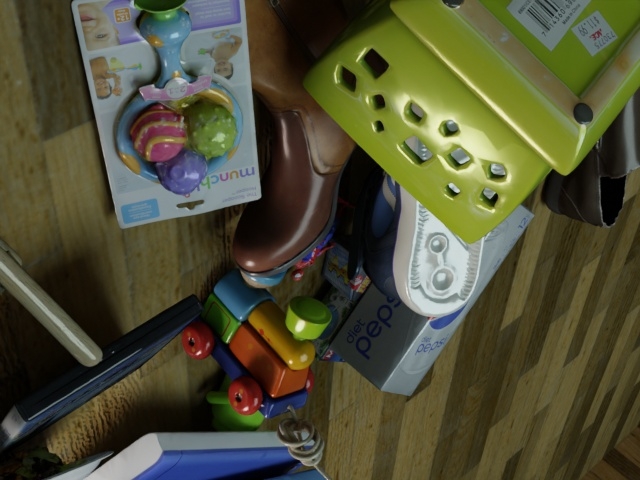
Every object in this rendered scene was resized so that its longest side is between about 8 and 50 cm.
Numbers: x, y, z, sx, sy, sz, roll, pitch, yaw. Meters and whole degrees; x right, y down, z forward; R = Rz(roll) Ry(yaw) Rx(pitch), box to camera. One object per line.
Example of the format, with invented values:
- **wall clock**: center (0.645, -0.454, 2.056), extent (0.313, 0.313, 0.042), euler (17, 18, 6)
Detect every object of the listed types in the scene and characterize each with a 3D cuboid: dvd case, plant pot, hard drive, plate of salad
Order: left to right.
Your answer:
- **plate of salad**: center (-0.299, 0.230, 0.981), extent (0.200, 0.048, 0.200), euler (-19, 174, -2)
- **dvd case**: center (-0.217, 0.132, 0.948), extent (0.180, 0.022, 0.253), euler (-33, 177, -29)
- **hard drive**: center (-0.166, 0.297, 1.236), extent (0.210, 0.040, 0.319), euler (-37, 155, 20)
- **plant pot**: center (0.156, -0.165, 0.877), extent (0.228, 0.227, 0.207), euler (-48, -175, -22)

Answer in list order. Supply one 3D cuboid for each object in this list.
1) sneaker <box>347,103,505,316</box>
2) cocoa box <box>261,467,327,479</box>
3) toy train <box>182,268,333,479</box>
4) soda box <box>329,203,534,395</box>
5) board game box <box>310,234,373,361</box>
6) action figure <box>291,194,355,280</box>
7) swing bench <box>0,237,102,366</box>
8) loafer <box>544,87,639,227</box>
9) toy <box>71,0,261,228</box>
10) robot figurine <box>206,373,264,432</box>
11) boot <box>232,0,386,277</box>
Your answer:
- **sneaker**: center (0.111, -0.091, 1.140), extent (0.130, 0.236, 0.323), euler (5, 104, -18)
- **cocoa box**: center (-0.140, 0.438, 1.202), extent (0.347, 0.231, 0.228), euler (-1, 148, -44)
- **toy train**: center (-0.029, 0.123, 1.078), extent (0.105, 0.248, 0.143), euler (-10, 137, -48)
- **soda box**: center (0.139, 0.051, 1.271), extent (0.286, 0.098, 0.091), euler (-56, 149, 7)
- **board game box**: center (0.054, 0.065, 1.326), extent (0.194, 0.060, 0.194), euler (-57, 148, 11)
- **action figure**: center (0.000, 0.000, 1.217), extent (0.115, 0.030, 0.038), euler (-53, 155, 8)
- **swing bench**: center (-0.338, 0.070, 0.711), extent (0.253, 0.165, 0.254), euler (-44, 144, -11)
- **loafer**: center (0.451, -0.165, 1.537), extent (0.134, 0.130, 0.366), euler (-33, 145, -28)
- **toy**: center (-0.119, -0.100, 0.860), extent (0.137, 0.056, 0.237), euler (-12, 131, -11)
- **robot figurine**: center (-0.093, 0.192, 1.259), extent (0.101, 0.067, 0.115), euler (-9, 130, -55)
- **boot**: center (-0.040, -0.117, 0.967), extent (0.264, 0.096, 0.280), euler (-48, 149, -4)
